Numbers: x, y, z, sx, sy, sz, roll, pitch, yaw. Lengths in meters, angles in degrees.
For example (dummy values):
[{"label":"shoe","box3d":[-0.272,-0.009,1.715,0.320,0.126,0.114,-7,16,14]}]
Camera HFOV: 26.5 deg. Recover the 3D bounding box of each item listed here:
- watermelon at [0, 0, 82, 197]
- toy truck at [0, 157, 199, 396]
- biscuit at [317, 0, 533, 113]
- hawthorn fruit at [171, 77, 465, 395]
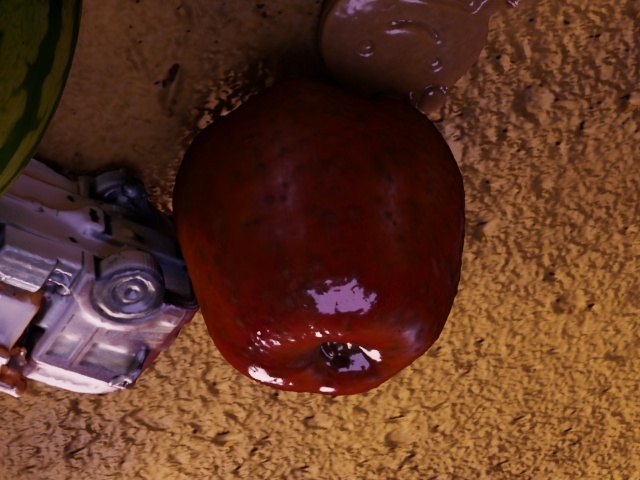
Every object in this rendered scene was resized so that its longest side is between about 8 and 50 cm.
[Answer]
[{"label":"watermelon","box3d":[-0.241,-0.109,0.580,0.285,0.285,0.285,-7,133,-8]},{"label":"toy truck","box3d":[-0.212,0.005,0.808,0.270,0.114,0.135,22,123,-28]},{"label":"biscuit","box3d":[0.062,-0.152,0.794,0.133,0.027,0.184,22,123,-32]},{"label":"hawthorn fruit","box3d":[0.000,0.000,0.809,0.189,0.189,0.189,-7,133,-8]}]
